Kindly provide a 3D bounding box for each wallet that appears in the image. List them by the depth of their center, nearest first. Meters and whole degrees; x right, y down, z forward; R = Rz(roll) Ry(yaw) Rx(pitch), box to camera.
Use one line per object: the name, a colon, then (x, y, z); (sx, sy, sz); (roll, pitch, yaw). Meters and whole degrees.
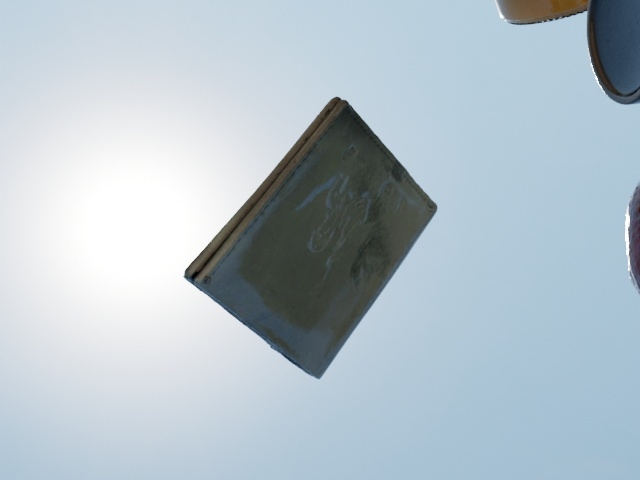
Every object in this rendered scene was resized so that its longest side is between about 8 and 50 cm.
wallet: (-0.001, -0.001, 1.865); (0.054, 0.290, 0.251); (33, -97, 36)

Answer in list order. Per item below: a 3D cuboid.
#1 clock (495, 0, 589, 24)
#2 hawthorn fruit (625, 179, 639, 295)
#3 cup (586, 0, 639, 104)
clock: (0.353, -0.395, 2.212); (0.317, 0.200, 0.244); (-29, -165, -18)
hawthorn fruit: (0.460, 0.019, 1.974); (0.210, 0.266, 0.230); (13, -116, 23)
cup: (0.425, -0.218, 1.912); (0.177, 0.166, 0.239); (-4, -143, -19)
